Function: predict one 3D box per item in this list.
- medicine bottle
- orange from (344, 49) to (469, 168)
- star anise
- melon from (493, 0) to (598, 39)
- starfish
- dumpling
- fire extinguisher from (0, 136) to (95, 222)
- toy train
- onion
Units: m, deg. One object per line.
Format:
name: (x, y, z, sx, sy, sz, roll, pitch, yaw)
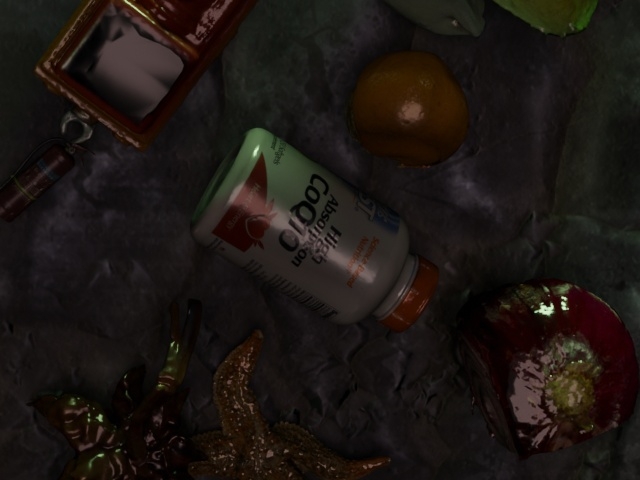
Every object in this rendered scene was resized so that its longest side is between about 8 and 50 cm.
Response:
medicine bottle: (0.000, 0.000, 1.326, 0.288, 0.157, 0.157, 31, 97, -12)
orange: (0.104, -0.156, 1.314, 0.156, 0.156, 0.134, 23, 78, -11)
star anise: (-0.237, 0.216, 1.342, 0.237, 0.148, 0.346, 39, 102, 12)
melon: (0.269, -0.454, 1.235, 0.331, 0.226, 0.343, 42, 59, -3)
starfish: (-0.072, 0.314, 1.425, 0.293, 0.084, 0.301, 41, 91, -12)
dumpling: (0.125, -0.335, 1.294, 0.216, 0.105, 0.149, 38, 98, -11)
fire extinguisher: (-0.338, -0.079, 1.329, 0.132, 0.039, 0.056, -41, 113, 3)
toy train: (-0.174, -0.251, 1.212, 0.163, 0.231, 0.369, 36, 97, -16)
onion: (0.286, 0.142, 1.369, 0.206, 0.216, 0.207, -18, 96, -6)
